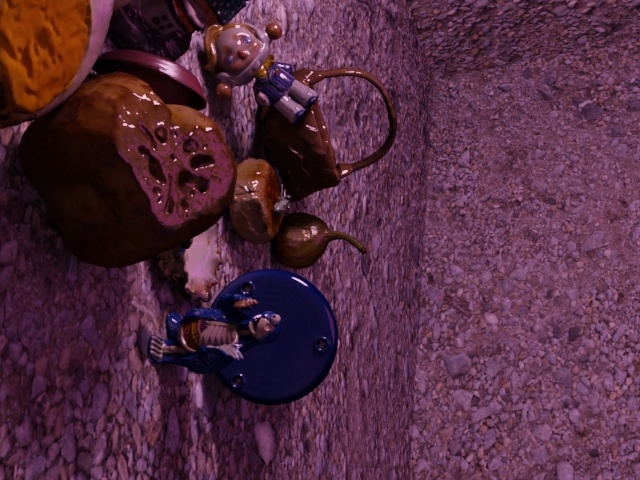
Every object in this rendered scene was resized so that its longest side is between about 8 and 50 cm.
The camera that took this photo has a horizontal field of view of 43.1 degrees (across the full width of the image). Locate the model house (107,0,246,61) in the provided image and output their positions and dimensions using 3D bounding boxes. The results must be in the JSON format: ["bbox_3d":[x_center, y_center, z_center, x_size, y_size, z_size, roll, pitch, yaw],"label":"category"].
[{"bbox_3d":[-0.238,-0.468,1.469,0.190,0.300,0.271,-87,157,-43],"label":"model house"}]

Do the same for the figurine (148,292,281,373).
[{"bbox_3d":[-0.178,0.176,1.462,0.121,0.262,0.164,60,45,-31],"label":"figurine"}]

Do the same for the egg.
[{"bbox_3d":[-0.407,-0.304,1.058,0.264,0.174,0.286,-46,157,-51],"label":"egg"}]

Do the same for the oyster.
[{"bbox_3d":[-0.258,-0.005,1.543,0.260,0.092,0.198,69,24,-53],"label":"oyster"}]

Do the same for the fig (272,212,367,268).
[{"bbox_3d":[0.000,0.000,1.976,0.149,0.245,0.149,6,84,-63],"label":"fig"}]

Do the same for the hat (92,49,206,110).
[{"bbox_3d":[-0.295,-0.251,1.381,0.205,0.205,0.089,33,70,-63],"label":"hat"}]

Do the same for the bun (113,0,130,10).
[{"bbox_3d":[-0.371,-0.433,1.280,0.120,0.172,0.173,-56,138,-32],"label":"bun"}]

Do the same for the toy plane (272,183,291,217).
[{"bbox_3d":[-0.085,-0.082,1.812,0.083,0.033,0.080,-70,167,-62],"label":"toy plane"}]

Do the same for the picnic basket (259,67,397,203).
[{"bbox_3d":[0.027,-0.283,1.962,0.337,0.337,0.293,-70,147,-50],"label":"picnic basket"}]

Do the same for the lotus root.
[{"bbox_3d":[-0.263,-0.120,1.231,0.316,0.250,0.316,-5,97,-40],"label":"lotus root"}]

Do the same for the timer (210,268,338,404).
[{"bbox_3d":[-0.078,0.194,1.769,0.383,0.270,0.270,9,74,-82],"label":"timer"}]

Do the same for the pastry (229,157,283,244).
[{"bbox_3d":[-0.146,-0.085,1.833,0.192,0.093,0.182,-81,159,-53],"label":"pastry"}]

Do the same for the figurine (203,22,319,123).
[{"bbox_3d":[-0.126,-0.380,1.781,0.133,0.274,0.194,-75,-177,-87],"label":"figurine"}]
